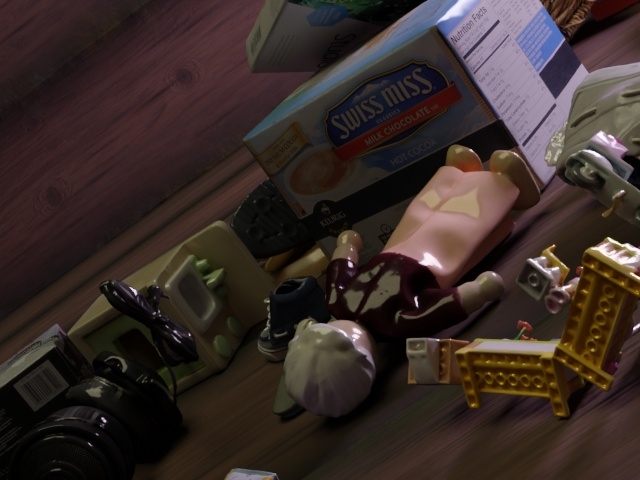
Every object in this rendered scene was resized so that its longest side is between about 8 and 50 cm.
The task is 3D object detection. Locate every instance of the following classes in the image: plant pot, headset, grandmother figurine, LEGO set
[{"bbox_3d":[0.000,0.000,1.686,0.236,0.032,0.236,-36,12,9],"label":"plant pot"},{"bbox_3d":[-0.269,0.203,1.318,0.394,0.185,0.243,-42,8,35],"label":"headset"},{"bbox_3d":[0.089,0.041,1.145,0.208,0.104,0.342,4,42,50],"label":"grandmother figurine"},{"bbox_3d":[0.182,0.049,0.844,0.107,0.132,0.287,-25,-21,-39],"label":"LEGO set"}]

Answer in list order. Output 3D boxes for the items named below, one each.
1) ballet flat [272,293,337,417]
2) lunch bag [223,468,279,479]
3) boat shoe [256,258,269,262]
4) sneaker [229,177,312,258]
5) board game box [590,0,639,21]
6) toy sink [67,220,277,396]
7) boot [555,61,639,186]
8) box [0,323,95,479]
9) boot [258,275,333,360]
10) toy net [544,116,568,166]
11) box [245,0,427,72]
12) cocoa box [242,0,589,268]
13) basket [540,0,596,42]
[{"bbox_3d":[0.012,0.094,1.215,0.213,0.068,0.072,-42,14,-21],"label":"ballet flat"},{"bbox_3d":[-0.070,0.232,0.972,0.083,0.053,0.071,-6,34,49],"label":"lunch bag"},{"bbox_3d":[-0.075,0.004,1.818,0.170,0.059,0.063,-54,6,39],"label":"boat shoe"},{"bbox_3d":[-0.023,-0.064,1.716,0.319,0.112,0.131,-40,-3,-31],"label":"sneaker"},{"bbox_3d":[0.577,-0.475,1.768,0.316,0.064,0.242,-22,19,50],"label":"board game box"},{"bbox_3d":[-0.192,0.107,1.540,0.234,0.152,0.131,-30,14,24],"label":"toy sink"},{"bbox_3d":[0.338,-0.112,1.079,0.258,0.095,0.123,-13,48,51],"label":"boot"},{"bbox_3d":[-0.408,0.255,1.554,0.247,0.163,0.142,-38,14,-5],"label":"box"},{"bbox_3d":[-0.034,0.085,1.335,0.069,0.086,0.190,-44,14,-30],"label":"boot"},{"bbox_3d":[0.343,-0.126,1.197,0.232,0.045,0.122,-34,41,23],"label":"toy net"},{"bbox_3d":[0.081,-0.300,1.548,0.322,0.058,0.232,-6,-16,-18],"label":"box"},{"bbox_3d":[0.124,-0.151,1.437,0.347,0.228,0.231,-25,17,43],"label":"cocoa box"},{"bbox_3d":[0.300,-0.327,1.805,0.223,0.213,0.299,1,6,-12],"label":"basket"}]
